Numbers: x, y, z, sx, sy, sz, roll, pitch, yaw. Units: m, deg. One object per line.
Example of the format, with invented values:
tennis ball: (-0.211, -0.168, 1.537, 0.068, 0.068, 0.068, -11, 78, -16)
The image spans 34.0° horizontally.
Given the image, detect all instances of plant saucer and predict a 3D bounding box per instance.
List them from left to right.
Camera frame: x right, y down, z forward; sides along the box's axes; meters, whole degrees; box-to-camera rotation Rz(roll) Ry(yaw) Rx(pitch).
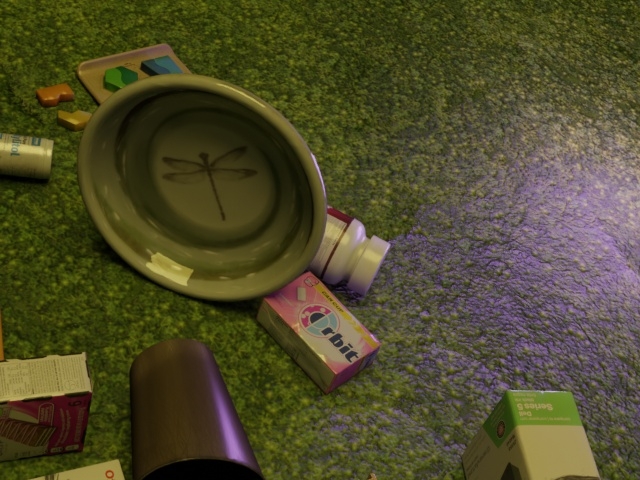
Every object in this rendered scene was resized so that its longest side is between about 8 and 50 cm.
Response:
plant saucer: (-0.174, -0.090, 1.629, 0.400, 0.400, 0.100, 23, 37, 1)

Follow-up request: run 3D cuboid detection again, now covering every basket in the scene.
basket: (-0.187, 0.263, 1.469, 0.204, 0.154, 0.227, 29, 27, -39)

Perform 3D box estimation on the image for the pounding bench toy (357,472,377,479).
pounding bench toy: (0.061, 0.392, 1.512, 0.065, 0.052, 0.083, -13, 56, -29)

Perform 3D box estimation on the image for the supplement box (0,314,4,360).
supplement box: (-0.500, 0.141, 1.519, 0.080, 0.078, 0.233, -3, 52, -22)

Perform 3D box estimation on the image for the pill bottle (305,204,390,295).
pill bottle: (0.000, 0.000, 1.792, 0.221, 0.121, 0.121, 27, 46, 5)

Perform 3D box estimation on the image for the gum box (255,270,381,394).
gum box: (-0.008, 0.144, 1.701, 0.107, 0.062, 0.188, -29, 64, -37)

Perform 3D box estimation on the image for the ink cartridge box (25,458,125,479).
ink cartridge box: (-0.339, 0.380, 1.361, 0.190, 0.082, 0.139, -10, 54, -25)

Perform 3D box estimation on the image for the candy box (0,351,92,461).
candy box: (-0.433, 0.232, 1.406, 0.233, 0.159, 0.071, -4, 51, -21)

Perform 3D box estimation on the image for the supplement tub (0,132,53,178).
supplement tub: (-0.510, -0.143, 1.774, 0.107, 0.071, 0.071, 5, 48, -14)

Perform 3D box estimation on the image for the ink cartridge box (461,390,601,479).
ink cartridge box: (0.312, 0.383, 1.508, 0.115, 0.198, 0.273, 5, 48, -16)

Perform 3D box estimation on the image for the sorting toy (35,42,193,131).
sorting toy: (-0.356, -0.270, 1.961, 0.307, 0.041, 0.229, -21, 59, -33)
